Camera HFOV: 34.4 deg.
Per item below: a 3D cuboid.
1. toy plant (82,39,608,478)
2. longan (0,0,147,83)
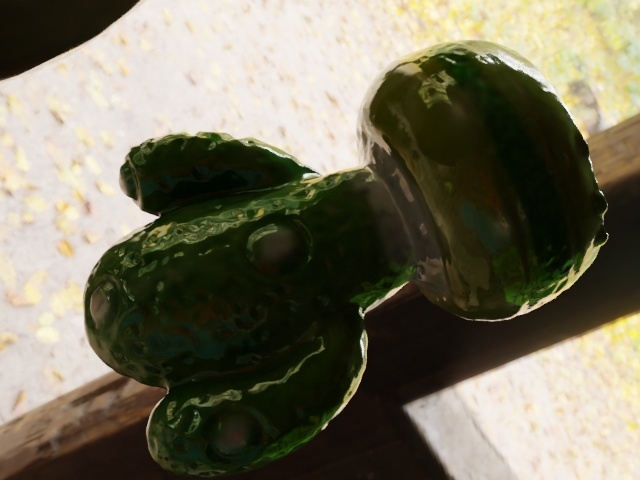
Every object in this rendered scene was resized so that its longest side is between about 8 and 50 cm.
[{"bbox_3d":[0.000,0.000,0.659,0.224,0.316,0.184,62,-11,17],"label":"toy plant"},{"bbox_3d":[-0.164,-0.233,0.355,0.361,0.361,0.361,44,31,-36],"label":"longan"}]
